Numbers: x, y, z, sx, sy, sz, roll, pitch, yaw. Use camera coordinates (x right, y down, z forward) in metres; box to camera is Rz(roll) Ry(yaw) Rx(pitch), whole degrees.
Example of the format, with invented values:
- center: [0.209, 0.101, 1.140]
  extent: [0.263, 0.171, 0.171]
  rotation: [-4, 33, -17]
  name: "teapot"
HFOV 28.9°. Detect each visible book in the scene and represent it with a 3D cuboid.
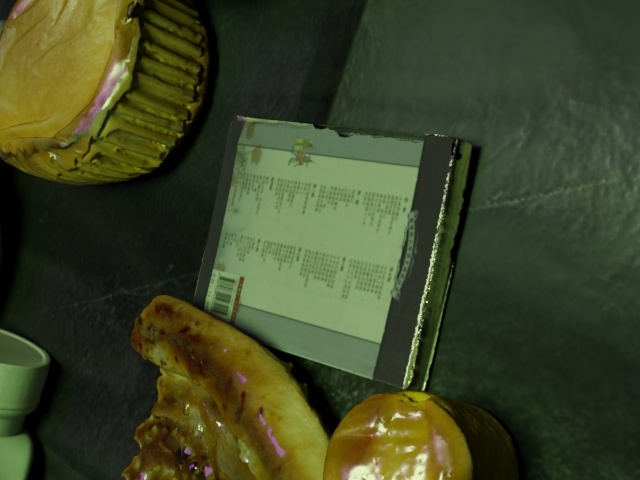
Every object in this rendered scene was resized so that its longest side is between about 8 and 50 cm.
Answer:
- center: [0.001, 0.000, 0.839]
  extent: [0.231, 0.026, 0.157]
  rotation: [12, 91, 48]
  name: "book"

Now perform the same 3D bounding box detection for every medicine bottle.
- center: [-0.328, 0.222, 1.063]
  extent: [0.161, 0.111, 0.296]
  rotation: [30, 101, 47]
  name: "medicine bottle"

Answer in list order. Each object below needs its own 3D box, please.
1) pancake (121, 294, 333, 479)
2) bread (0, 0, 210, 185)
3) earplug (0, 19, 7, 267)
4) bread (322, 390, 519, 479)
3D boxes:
- center: [-0.088, 0.169, 0.859]
  extent: [0.244, 0.057, 0.266]
  rotation: [-50, 49, 27]
  name: "pancake"
- center: [-0.178, -0.132, 1.007]
  extent: [0.199, 0.104, 0.199]
  rotation: [-17, 64, 39]
  name: "bread"
- center: [-0.358, -0.060, 1.146]
  extent: [0.214, 0.175, 0.325]
  rotation: [-5, 66, 51]
  name: "earplug"
- center: [0.051, 0.206, 0.677]
  extent: [0.102, 0.094, 0.245]
  rotation: [-4, 76, 41]
  name: "bread"
